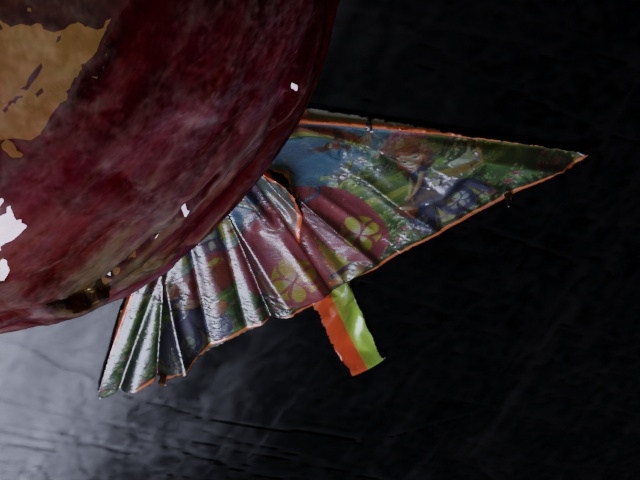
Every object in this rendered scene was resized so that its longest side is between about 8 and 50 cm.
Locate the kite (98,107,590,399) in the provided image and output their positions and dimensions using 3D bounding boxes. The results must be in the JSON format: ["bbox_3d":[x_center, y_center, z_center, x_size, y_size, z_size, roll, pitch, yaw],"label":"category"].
[{"bbox_3d":[0.000,0.000,0.777,0.241,0.014,0.183,-25,135,3],"label":"kite"}]

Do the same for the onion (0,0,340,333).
[{"bbox_3d":[-0.065,-0.081,0.569,0.227,0.120,0.283,-1,130,-58],"label":"onion"}]
